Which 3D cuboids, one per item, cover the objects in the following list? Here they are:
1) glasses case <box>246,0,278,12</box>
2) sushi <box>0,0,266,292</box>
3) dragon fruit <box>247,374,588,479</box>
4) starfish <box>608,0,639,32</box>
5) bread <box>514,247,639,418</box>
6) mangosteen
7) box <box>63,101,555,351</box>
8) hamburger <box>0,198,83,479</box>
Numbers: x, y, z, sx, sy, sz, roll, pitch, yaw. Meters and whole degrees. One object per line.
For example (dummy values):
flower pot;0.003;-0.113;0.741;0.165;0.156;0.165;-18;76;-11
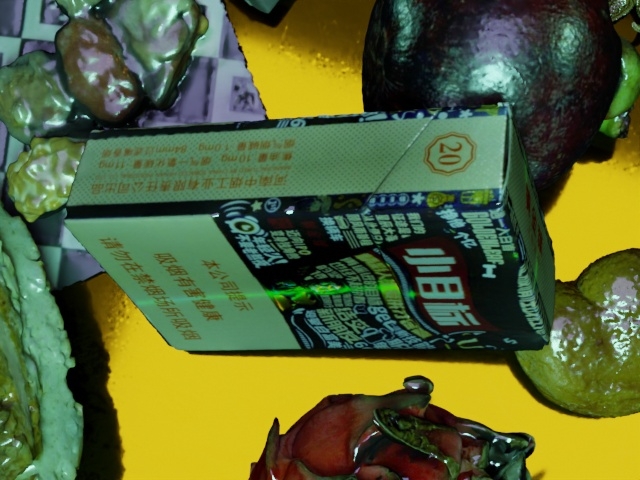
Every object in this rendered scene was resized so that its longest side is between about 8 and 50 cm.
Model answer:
glasses case;-0.015;-0.288;1.003;0.191;0.072;0.042;-54;39;-7
sushi;-0.207;-0.119;0.977;0.292;0.059;0.294;-21;87;4
dragon fruit;0.056;0.194;0.854;0.274;0.193;0.192;-21;94;12
starfish;0.255;-0.209;0.988;0.091;0.028;0.078;-41;74;0
bread;0.316;0.044;0.915;0.344;0.084;0.124;-17;102;2
mangosteen;0.138;-0.130;0.892;0.216;0.216;0.216;-1;81;5
box;0.000;0.000;0.854;0.310;0.198;0.084;-2;57;19
hamburger;-0.353;0.101;0.892;0.276;0.195;0.318;-19;83;16
